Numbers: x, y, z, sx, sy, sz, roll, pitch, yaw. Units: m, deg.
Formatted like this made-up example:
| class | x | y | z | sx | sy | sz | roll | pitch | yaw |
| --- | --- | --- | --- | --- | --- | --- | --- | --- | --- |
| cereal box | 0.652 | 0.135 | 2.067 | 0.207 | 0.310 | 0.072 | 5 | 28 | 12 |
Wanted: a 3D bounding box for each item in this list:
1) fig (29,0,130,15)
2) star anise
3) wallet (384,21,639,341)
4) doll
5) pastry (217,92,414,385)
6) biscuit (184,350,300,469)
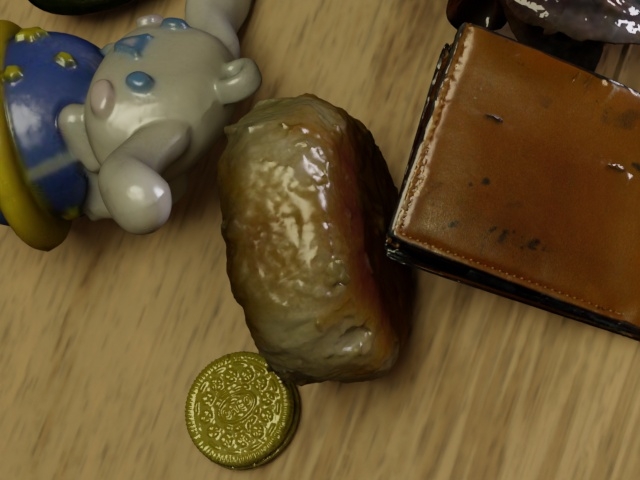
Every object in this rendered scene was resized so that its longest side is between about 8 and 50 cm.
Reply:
| class | x | y | z | sx | sy | sz | roll | pitch | yaw |
| --- | --- | --- | --- | --- | --- | --- | --- | --- | --- |
| fig | -0.148 | -0.234 | 1.440 | 0.177 | 0.117 | 0.117 | -3 | 73 | 12 |
| star anise | 0.121 | -0.202 | 1.236 | 0.212 | 0.283 | 0.129 | 4 | 54 | 50 |
| wallet | 0.150 | -0.037 | 1.252 | 0.195 | 0.042 | 0.161 | 19 | 83 | -11 |
| doll | -0.157 | -0.061 | 1.334 | 0.242 | 0.159 | 0.311 | -6 | 30 | 0 |
| pastry | 0.000 | 0.000 | 1.264 | 0.093 | 0.182 | 0.192 | -11 | 73 | 20 |
| biscuit | -0.056 | 0.120 | 1.338 | 0.084 | 0.023 | 0.084 | -6 | 72 | 20 |
